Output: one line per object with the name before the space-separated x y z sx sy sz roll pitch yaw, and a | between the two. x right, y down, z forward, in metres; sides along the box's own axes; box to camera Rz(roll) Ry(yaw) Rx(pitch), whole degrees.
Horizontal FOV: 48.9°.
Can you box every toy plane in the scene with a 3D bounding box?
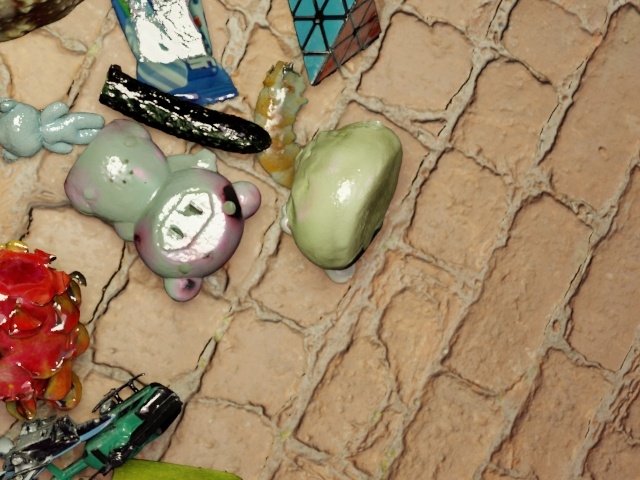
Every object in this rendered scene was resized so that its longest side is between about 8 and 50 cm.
toy plane | -0.376 0.361 1.244 0.381 0.155 0.106 -34 113 8
toy plane | -0.457 0.340 1.190 0.246 0.169 0.078 -32 120 14

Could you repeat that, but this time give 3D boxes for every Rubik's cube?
Rubik's cube | 0.014 -0.428 1.334 0.178 0.190 0.211 42 116 16

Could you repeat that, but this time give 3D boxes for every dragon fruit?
dragon fruit | -0.492 0.157 1.151 0.307 0.243 0.227 48 43 -11

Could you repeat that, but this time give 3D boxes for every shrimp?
shrimp | -0.026 -0.182 1.339 0.287 0.068 0.185 40 85 -17

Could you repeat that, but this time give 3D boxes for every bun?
bun | 0.025 -0.090 1.250 0.179 0.283 0.283 23 88 14

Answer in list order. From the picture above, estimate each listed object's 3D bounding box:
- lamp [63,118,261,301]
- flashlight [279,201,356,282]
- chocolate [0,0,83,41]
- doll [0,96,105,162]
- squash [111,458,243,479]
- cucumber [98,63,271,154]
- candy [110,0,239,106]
lamp | -0.268 -0.065 1.195 0.301 0.247 0.247 37 82 -8
flashlight | 0.000 0.000 1.372 0.093 0.047 0.200 -40 103 -14
chocolate | -0.530 -0.438 1.098 0.340 0.210 0.225 -18 102 -14
doll | -0.468 -0.198 1.214 0.179 0.075 0.120 -15 131 -35
squash | -0.276 0.513 1.315 0.252 0.093 0.170 14 89 -16
cucumber | -0.233 -0.212 1.236 0.303 0.072 0.081 22 112 -15
candy | -0.273 -0.391 1.244 0.187 0.077 0.331 -17 104 -11
